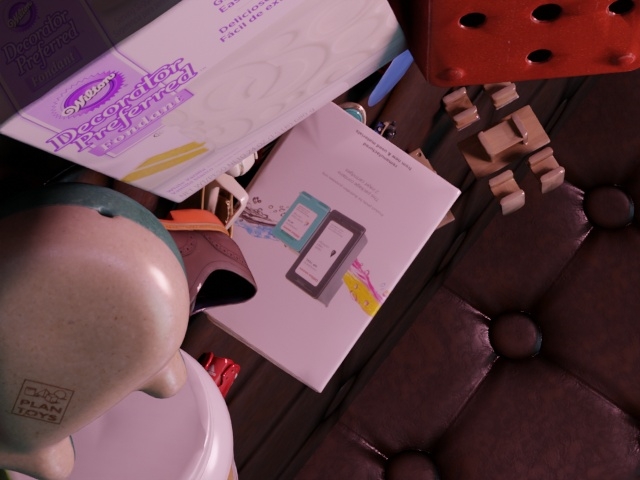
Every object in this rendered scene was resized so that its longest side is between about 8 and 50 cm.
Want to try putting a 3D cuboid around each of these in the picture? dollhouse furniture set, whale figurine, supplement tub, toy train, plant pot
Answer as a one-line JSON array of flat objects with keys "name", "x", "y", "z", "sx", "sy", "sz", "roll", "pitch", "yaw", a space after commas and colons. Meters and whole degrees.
[{"name": "dollhouse furniture set", "x": 0.268, "y": -0.135, "z": 2.050, "sx": 0.242, "sy": 0.212, "sz": 0.161, "roll": -29, "pitch": 165, "yaw": 3}, {"name": "whale figurine", "x": -0.211, "y": 0.072, "z": 0.953, "sx": 0.141, "sy": 0.216, "sz": 0.272, "roll": -99, "pitch": -150, "yaw": -53}, {"name": "supplement tub", "x": -0.201, "y": 0.227, "z": 1.219, "sx": 0.228, "sy": 0.228, "sz": 0.316, "roll": -50, "pitch": 166, "yaw": -20}, {"name": "toy train", "x": 0.060, "y": -0.110, "z": 1.735, "sx": 0.158, "sy": 0.036, "sz": 0.027, "roll": -57, "pitch": 171, "yaw": 15}, {"name": "plant pot", "x": 0.161, "y": -0.272, "z": 0.946, "sx": 0.267, "sy": 0.267, "sz": 0.235, "roll": 82, "pitch": 4, "yaw": -63}]

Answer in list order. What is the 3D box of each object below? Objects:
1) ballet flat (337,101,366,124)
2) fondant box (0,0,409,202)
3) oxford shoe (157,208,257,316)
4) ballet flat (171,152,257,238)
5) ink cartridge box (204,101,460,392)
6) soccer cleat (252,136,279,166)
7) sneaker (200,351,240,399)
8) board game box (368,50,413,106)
[{"name": "ballet flat", "x": 0.014, "y": -0.125, "z": 1.531, "sx": 0.052, "sy": 0.057, "sz": 0.168, "roll": -81, "pitch": -166, "yaw": -45}, {"name": "fondant box", "x": -0.081, "y": -0.146, "z": 0.841, "sx": 0.238, "sy": 0.096, "sz": 0.330, "roll": -33, "pitch": 168, "yaw": 7}, {"name": "oxford shoe", "x": -0.163, "y": 0.033, "z": 1.082, "sx": 0.271, "sy": 0.098, "sz": 0.097, "roll": -12, "pitch": 141, "yaw": -48}, {"name": "ballet flat", "x": -0.096, "y": -0.074, "z": 1.184, "sx": 0.080, "sy": 0.073, "sz": 0.232, "roll": -46, "pitch": 164, "yaw": -36}, {"name": "ink cartridge box", "x": 0.000, "y": 0.000, "z": 1.374, "sx": 0.270, "sy": 0.197, "sz": 0.198, "roll": -55, "pitch": 179, "yaw": 4}, {"name": "soccer cleat", "x": -0.058, "y": -0.118, "z": 1.320, "sx": 0.083, "sy": 0.029, "sz": 0.035, "roll": -56, "pitch": 176, "yaw": 20}, {"name": "sneaker", "x": -0.179, "y": 0.218, "z": 1.643, "sx": 0.221, "sy": 0.087, "sz": 0.128, "roll": -51, "pitch": 165, "yaw": -79}, {"name": "board game box", "x": 0.102, "y": -0.251, "z": 1.545, "sx": 0.168, "sy": 0.033, "sz": 0.133, "roll": -56, "pitch": 173, "yaw": 28}]
